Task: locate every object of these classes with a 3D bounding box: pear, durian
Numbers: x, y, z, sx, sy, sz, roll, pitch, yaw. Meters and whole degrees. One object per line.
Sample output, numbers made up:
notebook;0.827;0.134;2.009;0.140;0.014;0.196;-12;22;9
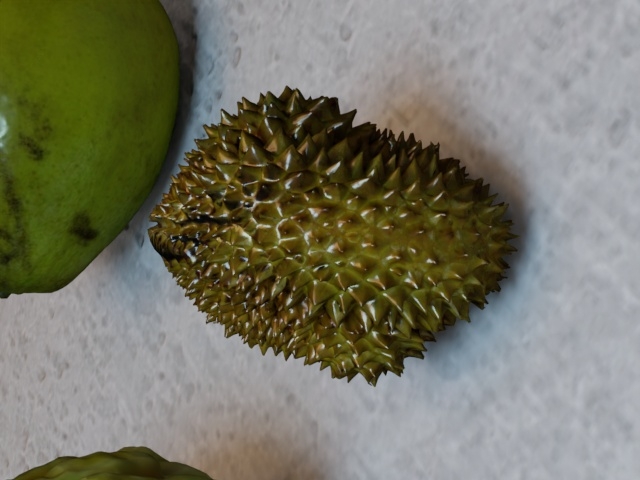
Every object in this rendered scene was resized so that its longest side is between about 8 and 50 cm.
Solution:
pear;-0.204;-0.094;0.932;0.212;0.212;0.269;-3;83;56
durian;0.000;0.000;0.651;0.158;0.168;0.137;127;152;-57

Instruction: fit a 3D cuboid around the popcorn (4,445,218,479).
popcorn;-0.113;0.238;0.673;0.282;0.247;0.282;-21;58;38
